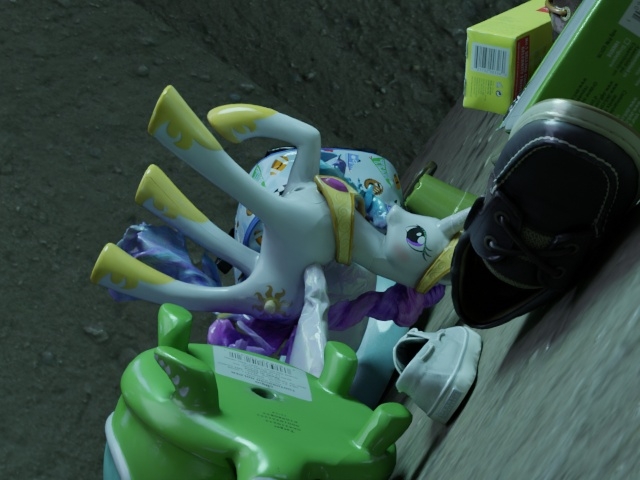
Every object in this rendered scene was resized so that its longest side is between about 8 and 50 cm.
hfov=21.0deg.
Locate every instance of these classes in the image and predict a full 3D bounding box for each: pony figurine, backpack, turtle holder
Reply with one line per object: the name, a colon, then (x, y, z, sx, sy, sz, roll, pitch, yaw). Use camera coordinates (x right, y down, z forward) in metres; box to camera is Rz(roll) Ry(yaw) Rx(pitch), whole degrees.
pony figurine: (-0.032, 0.046, 1.723, 0.303, 0.363, 0.351, -62, -3, -65)
backpack: (0.000, 0.000, 2.328, 0.263, 0.276, 0.213, 92, 170, -45)
turtle holder: (-0.052, 0.212, 1.412, 0.320, 0.243, 0.227, 32, 108, 50)

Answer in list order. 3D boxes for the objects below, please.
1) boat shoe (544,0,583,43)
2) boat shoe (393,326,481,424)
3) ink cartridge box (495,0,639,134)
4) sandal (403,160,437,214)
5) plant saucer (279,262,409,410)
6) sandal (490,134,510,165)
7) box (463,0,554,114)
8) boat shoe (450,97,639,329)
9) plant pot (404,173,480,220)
boat shoe: (0.271, -0.237, 1.697, 0.342, 0.123, 0.123, -57, 1, 5)
boat shoe: (0.091, 0.103, 1.448, 0.066, 0.063, 0.184, -56, 2, 17)
ink cartridge box: (0.236, -0.142, 1.393, 0.189, 0.097, 0.255, -57, 0, 4)
sandal: (0.148, -0.023, 2.698, 0.090, 0.060, 0.219, -44, -26, -69)
plant saucer: (0.014, 0.136, 2.042, 0.317, 0.043, 0.317, -54, 19, 28)
sandal: (0.261, -0.174, 2.184, 0.180, 0.049, 0.072, -56, 1, 12)
box: (0.227, -0.201, 1.797, 0.232, 0.058, 0.087, -27, -54, -52)
boat shoe: (0.153, -0.007, 1.218, 0.092, 0.103, 0.285, -63, 0, -21)
plant pot: (0.156, -0.046, 2.286, 0.083, 0.079, 0.083, -57, 1, 2)
